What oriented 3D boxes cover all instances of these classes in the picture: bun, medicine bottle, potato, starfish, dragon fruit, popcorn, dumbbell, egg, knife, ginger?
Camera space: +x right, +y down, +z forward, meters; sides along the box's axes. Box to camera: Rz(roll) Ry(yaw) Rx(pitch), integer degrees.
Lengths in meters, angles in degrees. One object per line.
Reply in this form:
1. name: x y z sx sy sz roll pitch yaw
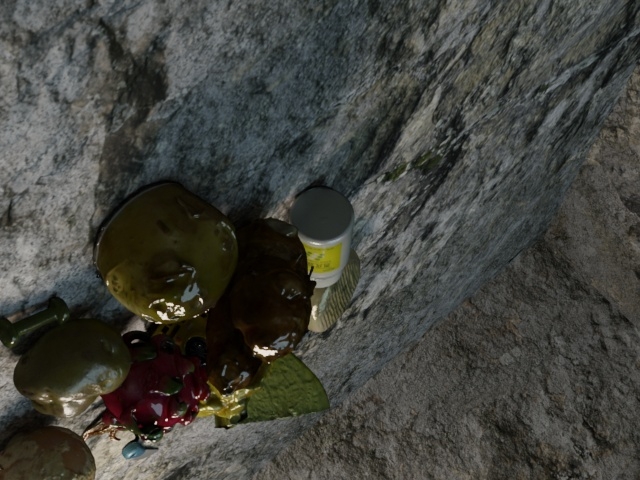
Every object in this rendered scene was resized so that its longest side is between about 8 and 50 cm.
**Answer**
1. bun: 0.011 0.117 2.202 0.237 0.116 0.210 -63 157 -12
2. medicine bottle: 0.000 0.000 1.897 0.143 0.143 0.258 -36 160 -17
3. potato: -0.180 0.412 2.387 0.330 0.212 0.280 -2 166 -31
4. potato: -0.444 0.226 1.517 0.200 0.137 0.154 -35 152 -5
5. starfish: -0.466 0.407 1.990 0.238 0.057 0.213 -45 168 9
6. dragon fruit: -0.359 0.274 1.667 0.218 0.273 0.198 -58 171 26
7. popcorn: -0.225 0.321 2.024 0.249 0.225 0.249 -42 164 -15
8. dumbbell: -0.477 0.136 1.408 0.118 0.046 0.052 -26 160 -41
9. potato: -0.242 0.051 1.470 0.246 0.196 0.299 -41 162 -1
10. egg: -0.570 0.485 1.736 0.245 0.203 0.203 -30 172 38
11. knife: -0.503 0.594 2.364 0.058 0.032 0.244 -42 165 -9
12. ginger: -0.096 0.079 1.587 0.254 0.176 0.418 -46 -161 32

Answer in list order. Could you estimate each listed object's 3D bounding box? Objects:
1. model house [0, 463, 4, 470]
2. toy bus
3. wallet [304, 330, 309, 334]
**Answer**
1. model house: -0.666 0.401 1.424 0.244 0.169 0.326 -51 158 18
2. toy bus: -0.316 0.268 1.839 0.331 0.151 0.145 -52 169 21
3. wallet: -0.073 0.224 2.380 0.170 0.044 0.321 -41 162 5
